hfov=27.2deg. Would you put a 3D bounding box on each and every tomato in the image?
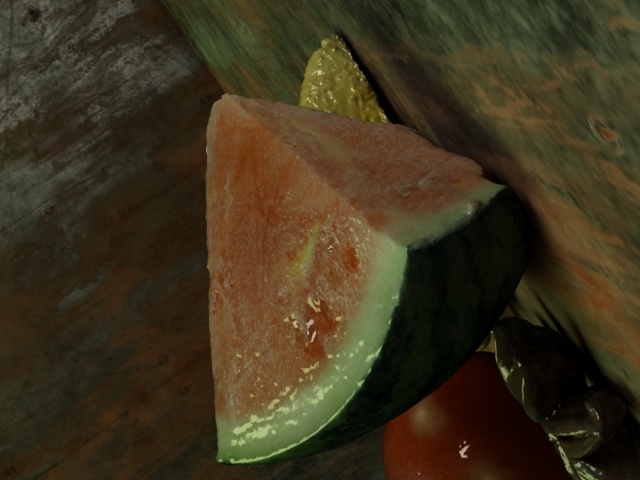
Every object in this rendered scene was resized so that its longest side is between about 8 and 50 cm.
[{"bbox_3d":[0.188,0.243,1.418,0.255,0.225,0.256,57,168,18],"label":"tomato"}]

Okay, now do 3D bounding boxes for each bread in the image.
[{"bbox_3d":[0.037,-0.052,1.256,0.251,0.133,0.174,55,172,14],"label":"bread"}]

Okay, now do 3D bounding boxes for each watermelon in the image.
[{"bbox_3d":[0.004,0.037,1.047,0.293,0.250,0.283,23,146,2],"label":"watermelon"}]

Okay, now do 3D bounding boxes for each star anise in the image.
[{"bbox_3d":[0.224,0.151,1.175,0.212,0.073,0.197,52,180,-1],"label":"star anise"}]

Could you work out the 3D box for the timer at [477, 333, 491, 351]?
[{"bbox_3d":[0.130,0.069,1.337,0.107,0.107,0.109,-130,37,-53],"label":"timer"}]
